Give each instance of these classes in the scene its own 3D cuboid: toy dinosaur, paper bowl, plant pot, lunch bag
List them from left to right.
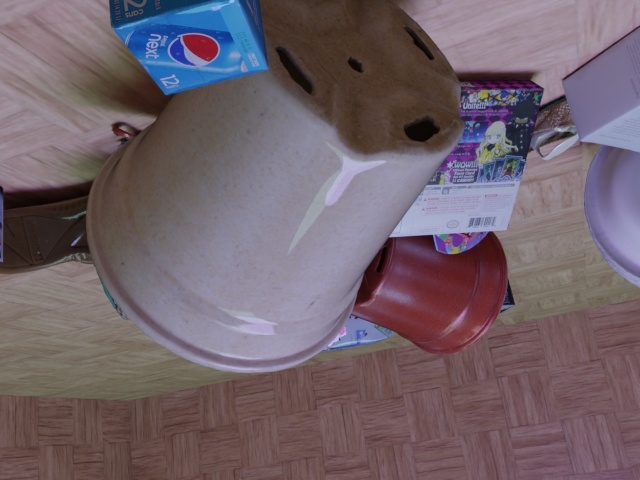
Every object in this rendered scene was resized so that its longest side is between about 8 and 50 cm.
[{"bbox_3d":[-0.229,-0.126,0.837,0.090,0.047,0.082,-39,157,-15],"label":"toy dinosaur"},{"bbox_3d":[-0.031,-0.080,0.660,0.334,0.333,0.305,4,147,-32],"label":"plant pot"},{"bbox_3d":[0.045,0.166,1.540,0.243,0.115,0.303,-11,-172,-9],"label":"lunch bag"},{"bbox_3d":[0.145,0.052,1.183,0.265,0.272,0.272,18,149,-38],"label":"plant pot"},{"bbox_3d":[0.525,-0.064,0.929,0.284,0.284,0.148,-17,160,23],"label":"paper bowl"}]

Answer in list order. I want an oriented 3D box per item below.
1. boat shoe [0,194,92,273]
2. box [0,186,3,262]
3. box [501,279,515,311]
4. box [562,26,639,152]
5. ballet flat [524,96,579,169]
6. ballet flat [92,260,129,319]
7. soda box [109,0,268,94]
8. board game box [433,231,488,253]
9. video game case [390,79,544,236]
[{"bbox_3d":[-0.333,-0.018,0.995,0.342,0.123,0.123,-7,-167,-6],"label":"boat shoe"},{"bbox_3d":[-0.468,-0.050,0.807,0.036,0.114,0.207,-10,162,5],"label":"box"},{"bbox_3d":[0.291,0.105,1.512,0.247,0.163,0.142,-2,159,-17],"label":"box"},{"bbox_3d":[0.414,-0.192,0.804,0.130,0.091,0.170,3,158,-32],"label":"box"},{"bbox_3d":[0.299,-0.141,0.944,0.073,0.067,0.206,10,154,-41],"label":"ballet flat"},{"bbox_3d":[-0.065,0.013,0.928,0.483,0.182,0.164,-13,170,-24],"label":"ballet flat"},{"bbox_3d":[-0.082,-0.199,0.382,0.067,0.210,0.071,-11,162,7],"label":"soda box"},{"bbox_3d":[0.238,-0.050,1.053,0.133,0.033,0.168,-30,122,-17],"label":"board game box"},{"bbox_3d":[0.157,-0.103,0.856,0.232,0.042,0.210,-4,123,-13],"label":"video game case"}]
